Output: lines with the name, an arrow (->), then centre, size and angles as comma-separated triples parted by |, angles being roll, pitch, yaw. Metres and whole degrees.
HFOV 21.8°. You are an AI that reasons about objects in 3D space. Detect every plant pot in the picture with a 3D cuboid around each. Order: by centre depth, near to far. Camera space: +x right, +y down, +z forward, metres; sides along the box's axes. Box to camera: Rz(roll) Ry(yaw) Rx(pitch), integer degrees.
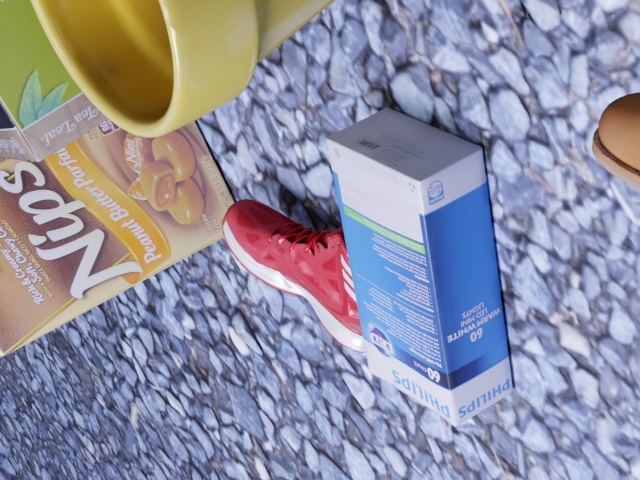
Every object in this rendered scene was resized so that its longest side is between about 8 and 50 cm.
plant pot -> -0.094, -0.247, 1.382 | 0.254, 0.239, 0.254 | 40, 146, 34

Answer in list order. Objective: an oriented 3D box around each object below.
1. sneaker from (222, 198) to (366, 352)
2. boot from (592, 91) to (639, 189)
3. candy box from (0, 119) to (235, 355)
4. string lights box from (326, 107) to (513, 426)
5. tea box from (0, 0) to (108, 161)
sneaker -> 0.000, 0.000, 1.650 | 0.221, 0.087, 0.128 | 36, 137, 19
boot -> 0.267, -0.130, 1.009 | 0.283, 0.109, 0.220 | 16, 130, 52
candy box -> -0.259, -0.025, 1.792 | 0.087, 0.316, 0.183 | -16, 102, 62
string lights box -> 0.091, 0.025, 1.498 | 0.133, 0.076, 0.260 | 29, 139, 47
tea box -> -0.321, -0.268, 1.696 | 0.323, 0.220, 0.329 | 61, 162, -16
